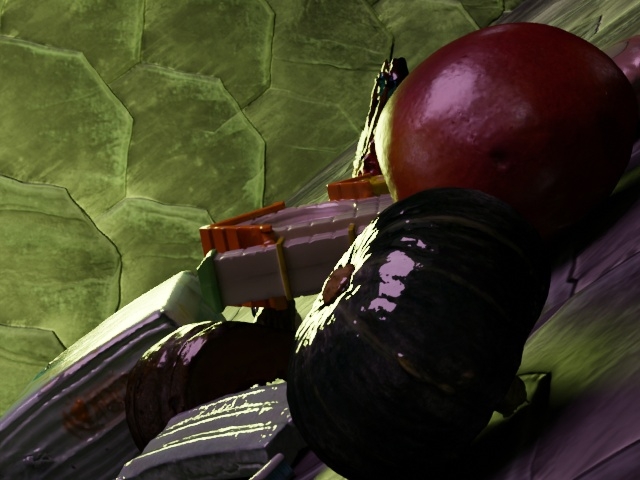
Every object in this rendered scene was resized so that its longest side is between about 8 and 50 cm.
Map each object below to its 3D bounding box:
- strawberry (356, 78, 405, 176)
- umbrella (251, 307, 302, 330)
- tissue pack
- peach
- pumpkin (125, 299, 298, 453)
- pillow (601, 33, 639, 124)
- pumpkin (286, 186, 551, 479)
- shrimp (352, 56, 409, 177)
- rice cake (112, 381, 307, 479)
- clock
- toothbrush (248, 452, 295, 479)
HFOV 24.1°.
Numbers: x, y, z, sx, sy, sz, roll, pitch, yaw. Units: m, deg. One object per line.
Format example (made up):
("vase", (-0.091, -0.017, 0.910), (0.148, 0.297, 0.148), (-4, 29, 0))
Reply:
("strawberry", (0.146, -0.118, 2.149), (0.236, 0.111, 0.190), (-60, -25, -2))
("umbrella", (-0.060, 0.101, 1.973), (0.050, 0.046, 0.188), (-42, 12, -7))
("tissue pack", (-0.246, 0.187, 1.842), (0.287, 0.162, 0.388), (-37, 5, 1))
("peach", (0.168, -0.088, 1.337), (0.243, 0.199, 0.243), (-31, 16, 10))
("pumpkin", (-0.097, 0.128, 1.589), (0.248, 0.126, 0.131), (-41, 9, -31))
("pillow", (0.290, -0.147, 1.588), (0.223, 0.084, 0.236), (-37, 10, -3))
("pumpkin", (0.068, 0.066, 0.992), (0.211, 0.152, 0.211), (-57, 14, 23))
("shrimp", (0.126, -0.172, 2.249), (0.222, 0.054, 0.290), (-39, -33, -38))
("rice cake", (-0.087, 0.181, 1.378), (0.237, 0.043, 0.127), (-19, 16, 42))
("clock", (0.000, 0.000, 1.599), (0.255, 0.106, 0.220), (-10, 9, 4))
("toothbrush", (-0.095, 0.248, 1.157), (0.022, 0.026, 0.263), (-40, 2, 45))
